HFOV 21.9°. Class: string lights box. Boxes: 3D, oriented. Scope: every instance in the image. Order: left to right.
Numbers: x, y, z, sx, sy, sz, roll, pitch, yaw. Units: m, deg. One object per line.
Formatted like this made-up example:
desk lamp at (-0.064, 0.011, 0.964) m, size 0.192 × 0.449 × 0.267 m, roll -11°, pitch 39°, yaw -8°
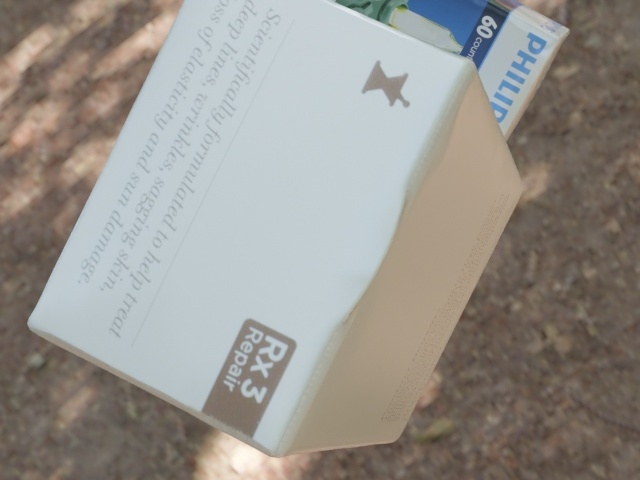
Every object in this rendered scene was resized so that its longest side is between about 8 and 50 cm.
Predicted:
string lights box at (0.046, -0.166, 1.287) m, size 0.133 × 0.260 × 0.077 m, roll -62°, pitch -8°, yaw 18°

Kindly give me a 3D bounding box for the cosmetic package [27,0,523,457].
cosmetic package at (0.000, 0.000, 0.530) m, size 0.086 × 0.231 × 0.117 m, roll 26°, pitch 88°, yaw 13°
